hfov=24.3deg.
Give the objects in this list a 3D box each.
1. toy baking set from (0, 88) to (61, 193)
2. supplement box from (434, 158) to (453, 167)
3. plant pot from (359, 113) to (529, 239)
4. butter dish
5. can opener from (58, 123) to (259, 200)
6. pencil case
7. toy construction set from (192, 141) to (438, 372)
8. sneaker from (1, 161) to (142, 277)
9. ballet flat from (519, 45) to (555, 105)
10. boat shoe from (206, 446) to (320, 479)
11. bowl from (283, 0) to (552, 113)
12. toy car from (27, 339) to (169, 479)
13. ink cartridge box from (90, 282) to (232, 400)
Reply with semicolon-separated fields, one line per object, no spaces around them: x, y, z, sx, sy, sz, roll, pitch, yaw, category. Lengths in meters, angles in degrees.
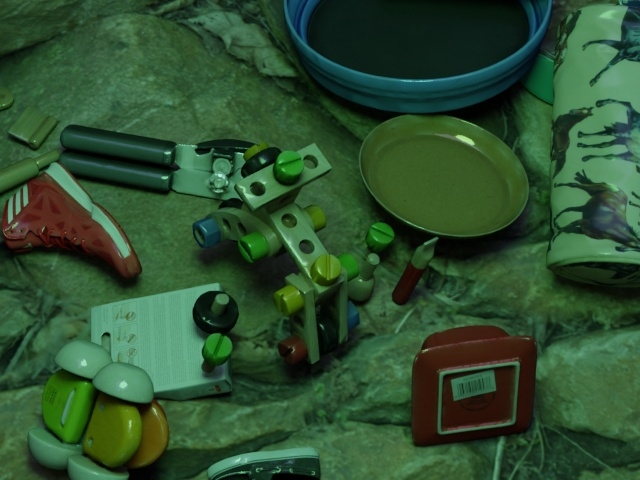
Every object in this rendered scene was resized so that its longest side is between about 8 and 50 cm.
-0.494;-0.127;2.076;0.256;0.030;0.197;-33;59;-29;toy baking set
0.141;-0.083;2.082;0.083;0.043;0.055;8;54;1;supplement box
0.165;-0.082;2.024;0.236;0.032;0.236;7;45;-7;plant pot
0.183;0.165;1.886;0.160;0.160;0.118;-7;35;-8;butter dish
-0.222;-0.109;2.069;0.280;0.074;0.093;8;23;-1;can opener
0.403;-0.127;2.017;0.183;0.160;0.410;-7;67;31;pencil case
0.000;0.000;1.870;0.308;0.237;0.257;-1;57;-20;toy construction set
-0.340;0.002;1.984;0.128;0.087;0.221;-37;54;-15;sneaker
0.376;-0.222;2.185;0.213;0.072;0.068;34;34;16;ballet flat
-0.068;0.285;1.831;0.142;0.049;0.040;-8;59;-11;boat shoe
0.142;-0.331;2.179;0.391;0.077;0.391;-2;46;2;bowl
-0.258;0.216;1.813;0.182;0.136;0.159;22;96;39;toy car
-0.206;0.140;1.929;0.179;0.045;0.145;-12;58;10;ink cartridge box
